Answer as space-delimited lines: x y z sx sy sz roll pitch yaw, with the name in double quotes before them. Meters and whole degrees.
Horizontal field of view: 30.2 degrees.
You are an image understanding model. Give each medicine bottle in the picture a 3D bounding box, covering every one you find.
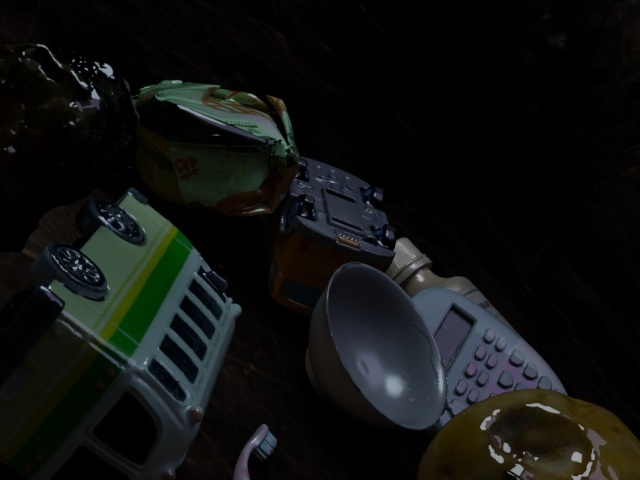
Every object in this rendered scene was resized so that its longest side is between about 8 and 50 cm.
"medicine bottle" 0.166 0.107 1.519 0.252 0.114 0.114 49 19 17

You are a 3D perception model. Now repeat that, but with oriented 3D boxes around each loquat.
"loquat" 0.202 0.260 1.112 0.244 0.244 0.244 38 19 -16

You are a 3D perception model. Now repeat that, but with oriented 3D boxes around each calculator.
"calculator" 0.164 0.155 1.384 0.299 0.041 0.185 34 52 0

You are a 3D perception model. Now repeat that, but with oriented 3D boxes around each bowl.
"bowl" 0.042 0.126 1.236 0.189 0.086 0.189 34 39 -33

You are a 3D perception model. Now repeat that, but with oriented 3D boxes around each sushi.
"sushi" -0.249 -0.078 0.897 0.147 0.213 0.115 67 18 12

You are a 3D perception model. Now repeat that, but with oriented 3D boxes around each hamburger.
"hamburger" -0.143 -0.115 1.344 0.235 0.125 0.214 5 17 -15

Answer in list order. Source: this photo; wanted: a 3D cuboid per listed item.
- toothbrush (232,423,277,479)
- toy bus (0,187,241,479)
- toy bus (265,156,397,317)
"toothbrush" -0.069 0.211 0.949 0.027 0.021 0.269 37 19 -3
"toy bus" -0.154 0.076 0.876 0.165 0.133 0.276 40 15 -7
"toy bus" 0.000 0.000 1.362 0.126 0.136 0.209 20 24 -15
